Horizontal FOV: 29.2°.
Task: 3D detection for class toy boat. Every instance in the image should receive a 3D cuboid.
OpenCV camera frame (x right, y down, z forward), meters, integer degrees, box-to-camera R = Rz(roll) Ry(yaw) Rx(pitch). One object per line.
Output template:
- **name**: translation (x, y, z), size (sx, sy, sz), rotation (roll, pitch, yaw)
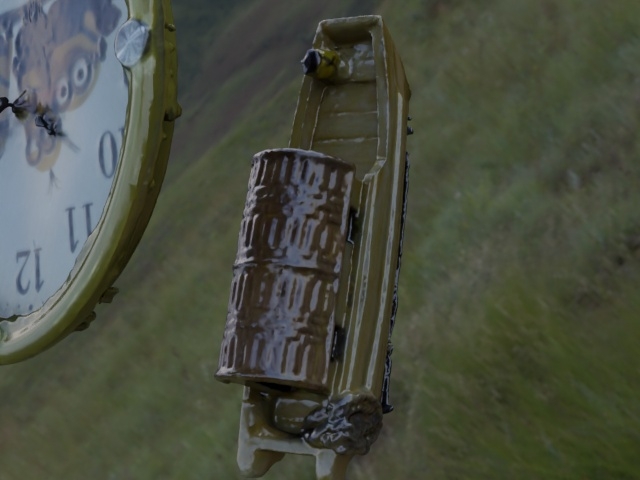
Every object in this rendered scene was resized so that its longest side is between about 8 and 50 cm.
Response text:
- **toy boat**: translation (0.000, 0.000, 0.573), size (0.068, 0.088, 0.226), rotation (0, 75, 33)

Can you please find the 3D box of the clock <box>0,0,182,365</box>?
- **clock**: translation (-0.129, -0.060, 0.547), size (0.237, 0.057, 0.237), rotation (-4, 85, 43)
